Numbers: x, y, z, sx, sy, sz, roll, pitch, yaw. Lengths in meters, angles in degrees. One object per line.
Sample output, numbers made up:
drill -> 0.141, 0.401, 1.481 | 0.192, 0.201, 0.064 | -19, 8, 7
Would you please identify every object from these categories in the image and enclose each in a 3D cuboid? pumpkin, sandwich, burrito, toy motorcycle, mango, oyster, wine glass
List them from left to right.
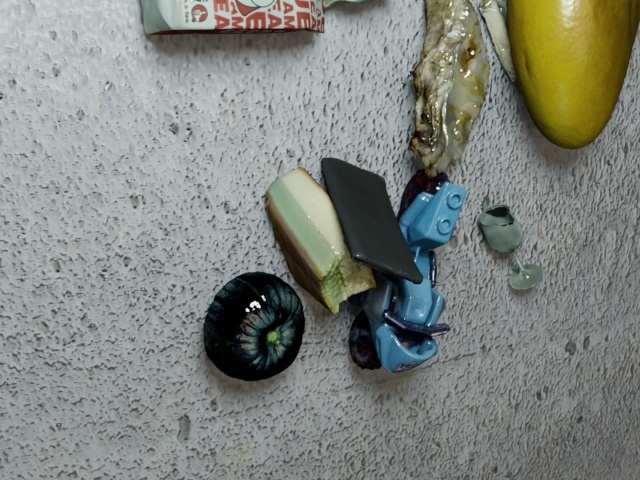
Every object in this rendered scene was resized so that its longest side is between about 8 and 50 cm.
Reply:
pumpkin -> -0.119, 0.154, 1.239 | 0.201, 0.140, 0.202 | -14, 112, -38
sandwich -> 0.000, 0.000, 1.214 | 0.108, 0.186, 0.220 | -30, 117, -16
toy motorcycle -> 0.172, 0.074, 1.295 | 0.172, 0.232, 0.417 | 18, 99, -24
oyster -> 0.234, -0.306, 1.257 | 0.204, 0.110, 0.397 | 4, 91, -59
burrito -> 0.353, -0.385, 1.333 | 0.045, 0.041, 0.186 | -15, 124, 26
wine glass -> 0.403, 0.013, 1.474 | 0.079, 0.079, 0.196 | -41, 121, -7
mango -> 0.461, -0.387, 1.264 | 0.301, 0.220, 0.446 | -29, 122, -48

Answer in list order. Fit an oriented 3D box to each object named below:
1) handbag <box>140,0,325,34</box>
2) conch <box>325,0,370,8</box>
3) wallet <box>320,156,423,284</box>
handbag -> -0.114, -0.396, 1.040 | 0.297, 0.151, 0.171 | -10, 107, -26
conch -> 0.089, -0.447, 1.137 | 0.114, 0.137, 0.234 | 4, 117, -53
wallet -> 0.083, -0.042, 1.196 | 0.146, 0.285, 0.030 | 18, 124, -27
